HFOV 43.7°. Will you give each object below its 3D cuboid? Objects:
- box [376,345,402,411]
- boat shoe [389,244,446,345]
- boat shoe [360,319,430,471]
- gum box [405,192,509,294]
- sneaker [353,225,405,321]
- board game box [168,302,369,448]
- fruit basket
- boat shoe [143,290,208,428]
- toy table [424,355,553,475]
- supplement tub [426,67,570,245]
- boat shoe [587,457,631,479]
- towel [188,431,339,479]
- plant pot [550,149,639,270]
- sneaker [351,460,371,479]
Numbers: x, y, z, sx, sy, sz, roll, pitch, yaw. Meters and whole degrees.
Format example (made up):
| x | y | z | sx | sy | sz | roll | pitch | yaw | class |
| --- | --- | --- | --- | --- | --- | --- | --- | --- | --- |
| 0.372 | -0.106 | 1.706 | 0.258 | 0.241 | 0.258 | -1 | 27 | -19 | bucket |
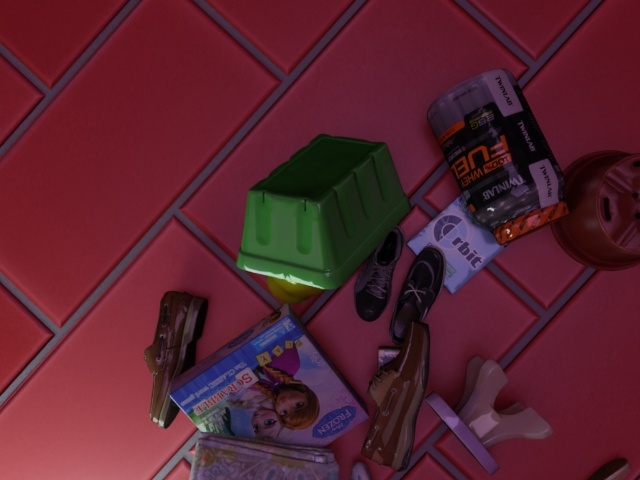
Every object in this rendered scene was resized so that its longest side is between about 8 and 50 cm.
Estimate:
| x | y | z | sx | sy | sz | roll | pitch | yaw | class |
| --- | --- | --- | --- | --- | --- | --- | --- | --- | --- |
| 0.167 | 0.358 | 1.795 | 0.087 | 0.058 | 0.232 | 0 | 90 | 4 | box |
| 0.214 | 0.123 | 1.762 | 0.084 | 0.079 | 0.233 | 25 | 103 | 13 | boat shoe |
| 0.159 | 0.329 | 1.707 | 0.119 | 0.122 | 0.324 | 12 | 89 | 6 | boat shoe |
| 0.312 | 0.004 | 1.795 | 0.184 | 0.041 | 0.157 | -42 | 87 | 2 | gum box |
| 0.127 | 0.071 | 1.763 | 0.086 | 0.132 | 0.229 | 15 | 90 | 4 | sneaker |
| -0.109 | 0.349 | 1.749 | 0.318 | 0.066 | 0.318 | -35 | 110 | 7 | board game box |
| 0.000 | 0.000 | 1.680 | 0.282 | 0.392 | 0.392 | 12 | 90 | 28 | fruit basket |
| -0.345 | 0.267 | 1.817 | 0.104 | 0.111 | 0.307 | 14 | 81 | 8 | boat shoe |
| 0.353 | 0.371 | 1.700 | 0.161 | 0.274 | 0.252 | -40 | 52 | -3 | toy table |
| 0.381 | -0.174 | 1.696 | 0.207 | 0.207 | 0.338 | -25 | 81 | 4 | supplement tub |
| 0.624 | 0.551 | 1.762 | 0.170 | 0.063 | 0.059 | -43 | 89 | 12 | boat shoe |
| -0.136 | 0.607 | 1.671 | 0.320 | 0.090 | 0.375 | 13 | 74 | -12 | towel |
| 0.639 | -0.068 | 1.660 | 0.272 | 0.265 | 0.273 | 0 | 90 | 5 | plant pot |
| 0.070 | 0.620 | 1.784 | 0.126 | 0.091 | 0.240 | -11 | 90 | 5 | sneaker |
